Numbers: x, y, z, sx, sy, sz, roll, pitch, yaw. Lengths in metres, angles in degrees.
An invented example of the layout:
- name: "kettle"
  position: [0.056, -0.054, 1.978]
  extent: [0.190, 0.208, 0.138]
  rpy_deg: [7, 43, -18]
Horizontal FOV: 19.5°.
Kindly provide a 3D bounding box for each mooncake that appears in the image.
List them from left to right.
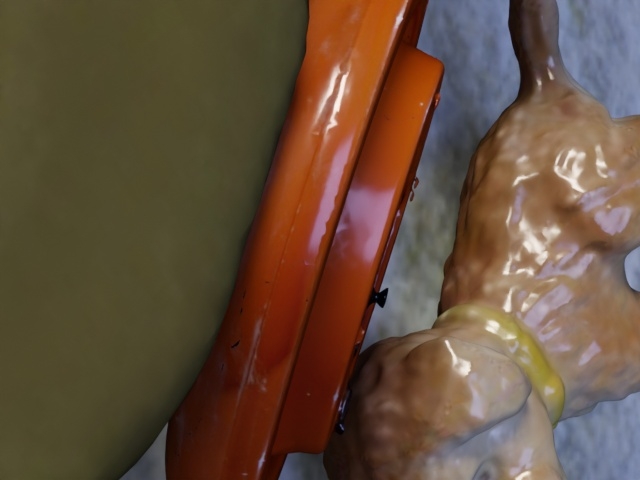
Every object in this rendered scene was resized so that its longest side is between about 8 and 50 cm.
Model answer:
- name: "mooncake"
  position: [-0.194, -0.064, 0.446]
  extent: [0.378, 0.201, 0.378]
  rpy_deg: [0, 91, -42]

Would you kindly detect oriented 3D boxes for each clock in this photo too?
- name: "clock"
  position: [0.000, 0.000, 0.604]
  extent: [0.051, 0.205, 0.205]
  rpy_deg: [16, 72, 3]

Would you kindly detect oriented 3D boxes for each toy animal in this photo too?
- name: "toy animal"
  position: [0.057, 0.013, 0.700]
  extent: [0.185, 0.104, 0.184]
  rpy_deg: [-35, 110, -30]
